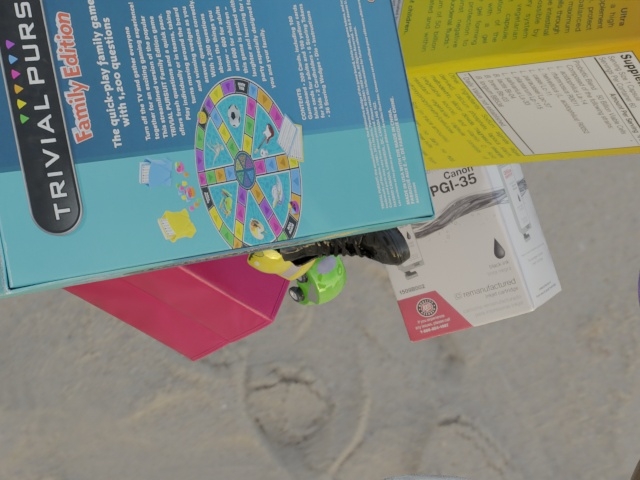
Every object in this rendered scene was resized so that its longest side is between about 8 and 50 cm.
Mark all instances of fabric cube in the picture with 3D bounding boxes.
[{"bbox_3d":[-0.191,-0.017,1.887,0.258,0.259,0.254,32,58,-20],"label":"fabric cube"}]

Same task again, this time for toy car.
[{"bbox_3d":[0.010,0.014,1.570,0.239,0.225,0.053,-36,67,-27],"label":"toy car"}]

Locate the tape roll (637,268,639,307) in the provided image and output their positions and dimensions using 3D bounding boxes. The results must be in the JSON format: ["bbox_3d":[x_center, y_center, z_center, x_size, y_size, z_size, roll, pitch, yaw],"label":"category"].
[{"bbox_3d":[0.504,0.054,1.696,0.080,0.189,0.189,11,64,-29],"label":"tape roll"}]

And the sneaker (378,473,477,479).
[{"bbox_3d":[0.190,0.343,1.381,0.321,0.126,0.127,15,37,-5],"label":"sneaker"}]

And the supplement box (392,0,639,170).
[{"bbox_3d":[0.178,-0.198,1.227,0.194,0.356,0.195,40,55,-50],"label":"supplement box"}]

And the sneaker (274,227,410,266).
[{"bbox_3d":[-0.001,-0.002,1.228,0.089,0.051,0.170,-35,44,-21],"label":"sneaker"}]

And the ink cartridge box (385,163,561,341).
[{"bbox_3d":[0.187,-0.023,1.853,0.117,0.207,0.283,-23,94,-58],"label":"ink cartridge box"}]

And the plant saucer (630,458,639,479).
[{"bbox_3d":[0.312,0.270,1.102,0.041,0.278,0.278,10,64,-11],"label":"plant saucer"}]

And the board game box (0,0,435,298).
[{"bbox_3d":[-0.095,-0.111,0.901,0.336,0.079,0.254,-10,88,-34],"label":"board game box"}]
